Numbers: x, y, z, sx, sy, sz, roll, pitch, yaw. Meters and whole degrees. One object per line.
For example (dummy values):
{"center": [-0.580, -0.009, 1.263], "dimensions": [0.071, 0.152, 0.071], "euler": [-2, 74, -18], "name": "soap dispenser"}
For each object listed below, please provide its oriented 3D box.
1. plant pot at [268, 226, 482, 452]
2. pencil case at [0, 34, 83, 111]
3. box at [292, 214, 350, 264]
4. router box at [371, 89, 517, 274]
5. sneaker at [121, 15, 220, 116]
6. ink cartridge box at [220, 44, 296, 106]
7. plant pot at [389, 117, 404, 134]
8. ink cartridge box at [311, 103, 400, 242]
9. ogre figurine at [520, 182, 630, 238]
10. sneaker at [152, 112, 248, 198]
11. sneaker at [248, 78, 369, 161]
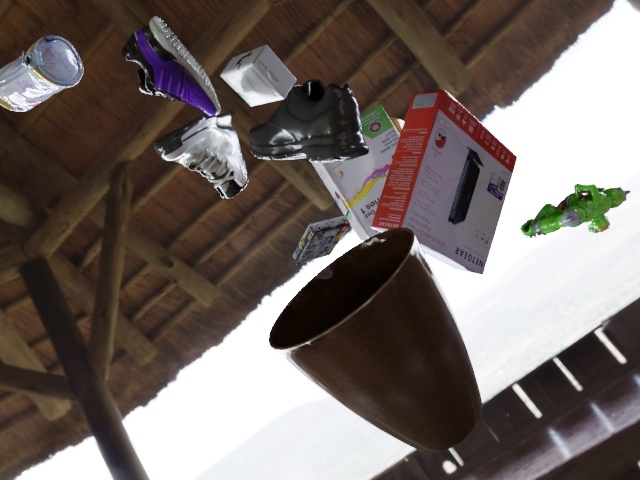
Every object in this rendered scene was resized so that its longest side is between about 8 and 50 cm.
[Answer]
{"center": [0.091, 0.139, 0.608], "dimensions": [0.215, 0.230, 0.215], "euler": [-37, 12, 9], "name": "plant pot"}
{"center": [-0.685, -0.392, 1.177], "dimensions": [0.272, 0.114, 0.124], "euler": [-5, 25, 39], "name": "pencil case"}
{"center": [0.000, 0.000, 1.094], "dimensions": [0.093, 0.027, 0.137], "euler": [-15, -25, -28], "name": "box"}
{"center": [0.287, -0.113, 1.084], "dimensions": [0.335, 0.082, 0.302], "euler": [22, -97, -41], "name": "router box"}
{"center": [-0.368, -0.395, 1.206], "dimensions": [0.146, 0.102, 0.293], "euler": [-30, -34, 7], "name": "sneaker"}
{"center": [-0.199, -0.522, 1.574], "dimensions": [0.153, 0.208, 0.087], "euler": [43, -111, -35], "name": "ink cartridge box"}
{"center": [0.178, -0.235, 1.606], "dimensions": [0.290, 0.204, 0.291], "euler": [-15, -16, -4], "name": "plant pot"}
{"center": [0.128, -0.150, 1.196], "dimensions": [0.201, 0.278, 0.117], "euler": [-32, 0, -6], "name": "ink cartridge box"}
{"center": [0.492, -0.059, 0.940], "dimensions": [0.196, 0.097, 0.118], "euler": [-4, -2, -10], "name": "ogre figurine"}
{"center": [-0.330, -0.248, 1.537], "dimensions": [0.169, 0.258, 0.447], "euler": [-22, 13, 17], "name": "sneaker"}
{"center": [-0.029, -0.201, 0.833], "dimensions": [0.109, 0.130, 0.286], "euler": [-18, 19, -39], "name": "sneaker"}
